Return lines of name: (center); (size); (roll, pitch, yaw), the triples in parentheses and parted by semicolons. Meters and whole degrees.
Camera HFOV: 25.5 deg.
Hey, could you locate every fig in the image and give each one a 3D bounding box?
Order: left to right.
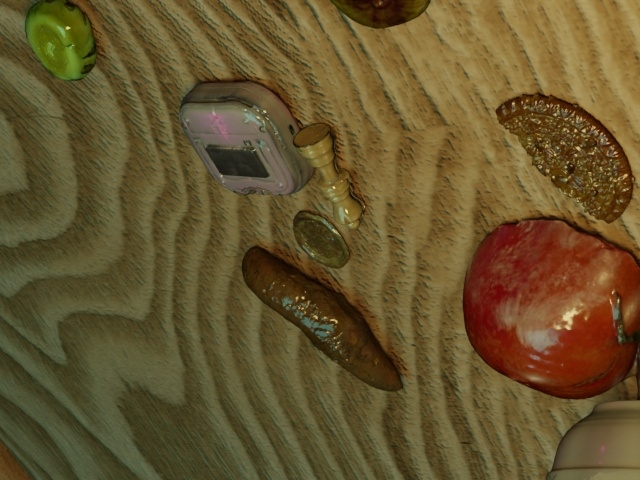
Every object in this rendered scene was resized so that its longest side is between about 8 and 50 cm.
fig: (0.064, -0.320, 1.684); (0.153, 0.121, 0.136); (41, 143, 4)

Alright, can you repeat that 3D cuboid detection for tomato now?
tomato: (0.294, 0.116, 1.896); (0.309, 0.170, 0.309); (26, 143, 22)

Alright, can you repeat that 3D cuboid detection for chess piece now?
chess piece: (0.020, -0.087, 2.063); (0.060, 0.060, 0.172); (6, 135, 43)

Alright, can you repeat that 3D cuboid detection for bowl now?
bowl: (0.446, 0.296, 1.904); (0.287, 0.143, 0.287); (3, 167, 1)

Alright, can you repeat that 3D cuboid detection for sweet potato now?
sweet potato: (0.007, 0.126, 2.288); (0.341, 0.092, 0.114); (40, 172, 4)

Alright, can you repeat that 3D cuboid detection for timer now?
timer: (-0.113, -0.149, 2.118); (0.209, 0.069, 0.190); (2, 132, 44)

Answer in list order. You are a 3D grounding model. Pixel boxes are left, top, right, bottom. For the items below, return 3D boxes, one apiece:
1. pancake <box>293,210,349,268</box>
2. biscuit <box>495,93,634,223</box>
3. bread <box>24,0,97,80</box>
pancake: (0.001, -0.001, 2.218); (0.115, 0.011, 0.115); (26, 145, 21)
biscuit: (0.311, -0.110, 1.751); (0.206, 0.025, 0.126); (43, 147, -1)
bread: (-0.404, -0.318, 2.225); (0.130, 0.071, 0.139); (-1, 126, 43)
